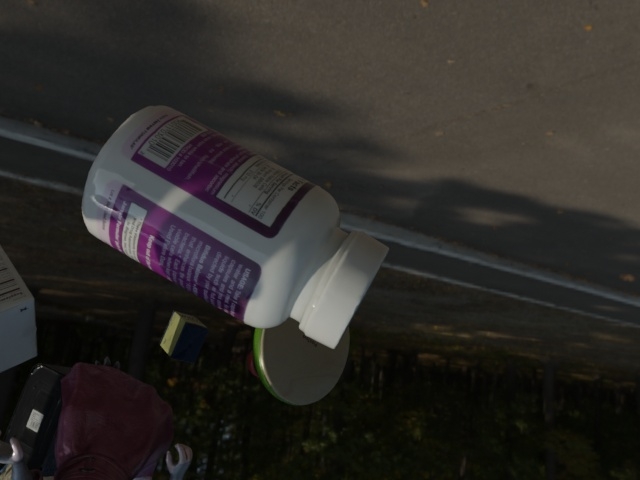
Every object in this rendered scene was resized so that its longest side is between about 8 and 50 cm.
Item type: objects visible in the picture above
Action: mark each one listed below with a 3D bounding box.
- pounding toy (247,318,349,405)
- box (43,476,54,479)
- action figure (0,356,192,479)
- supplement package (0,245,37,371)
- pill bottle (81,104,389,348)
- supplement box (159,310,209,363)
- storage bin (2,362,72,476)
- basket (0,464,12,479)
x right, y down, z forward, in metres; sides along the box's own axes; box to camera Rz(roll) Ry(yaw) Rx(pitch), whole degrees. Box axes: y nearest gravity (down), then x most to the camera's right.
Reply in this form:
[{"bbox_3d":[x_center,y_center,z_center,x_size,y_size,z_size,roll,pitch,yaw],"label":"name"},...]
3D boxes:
[{"bbox_3d":[-0.065,0.131,0.918,0.110,0.237,0.183,-3,-152,45],"label":"pounding toy"},{"bbox_3d":[-0.568,0.501,1.117,0.067,0.063,0.324,22,-178,11],"label":"box"},{"bbox_3d":[-0.337,0.346,0.847,0.248,0.276,0.370,23,-157,-13],"label":"action figure"},{"bbox_3d":[-0.680,0.109,1.109,0.198,0.263,0.199,-25,152,-38],"label":"supplement package"},{"bbox_3d":[-0.086,-0.009,0.657,0.301,0.169,0.169,29,170,6],"label":"pill bottle"},{"bbox_3d":[-0.296,0.208,1.302,0.056,0.083,0.083,24,179,-36],"label":"supplement box"},{"bbox_3d":[-0.493,0.331,1.113,0.122,0.180,0.084,14,169,29],"label":"storage bin"},{"bbox_3d":[-0.682,0.631,1.447,0.255,0.201,0.289,43,166,-20],"label":"basket"}]
